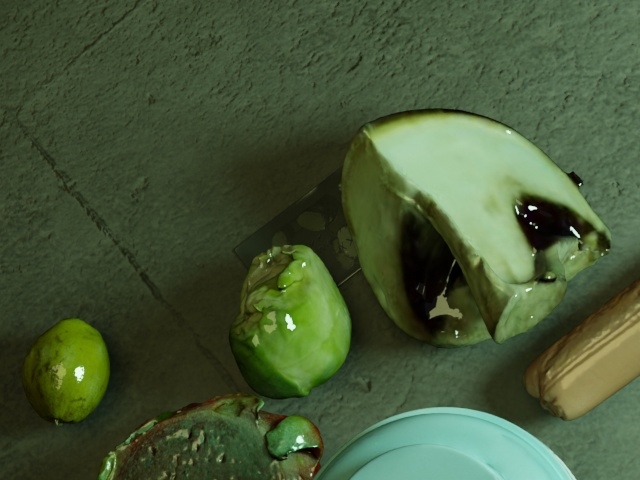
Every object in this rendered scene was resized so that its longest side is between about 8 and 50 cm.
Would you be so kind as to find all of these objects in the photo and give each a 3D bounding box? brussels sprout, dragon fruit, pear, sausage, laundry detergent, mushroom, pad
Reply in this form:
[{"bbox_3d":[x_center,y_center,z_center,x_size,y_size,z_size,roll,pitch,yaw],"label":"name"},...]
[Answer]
[{"bbox_3d":[-0.037,0.098,1.357,0.131,0.145,0.183,-28,24,28],"label":"brussels sprout"},{"bbox_3d":[-0.122,0.297,1.311,0.295,0.130,0.268,-23,66,7],"label":"dragon fruit"},{"bbox_3d":[-0.307,0.160,1.428,0.107,0.107,0.131,2,63,17],"label":"pear"},{"bbox_3d":[0.348,0.089,1.277,0.289,0.086,0.086,-37,65,0],"label":"sausage"},{"bbox_3d":[0.130,0.322,1.114,0.287,0.305,0.287,-9,60,17],"label":"laundry detergent"},{"bbox_3d":[0.181,0.000,1.345,0.217,0.212,0.292,-14,43,-37],"label":"mushroom"},{"bbox_3d":[0.000,0.000,1.453,0.190,0.004,0.127,-38,66,1],"label":"pad"}]
